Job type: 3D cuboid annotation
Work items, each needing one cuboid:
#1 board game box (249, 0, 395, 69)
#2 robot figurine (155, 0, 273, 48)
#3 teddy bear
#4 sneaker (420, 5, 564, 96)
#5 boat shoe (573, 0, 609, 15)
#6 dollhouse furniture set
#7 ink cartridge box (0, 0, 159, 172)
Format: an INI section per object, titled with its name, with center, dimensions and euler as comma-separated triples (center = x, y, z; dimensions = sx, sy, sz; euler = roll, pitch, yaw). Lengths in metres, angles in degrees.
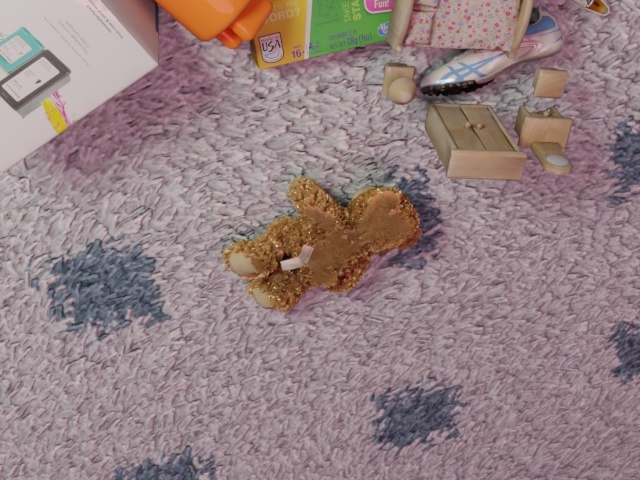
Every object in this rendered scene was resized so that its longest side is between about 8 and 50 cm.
[board game box]
center = -0.008, -0.426, 1.379
dimensions = 0.242, 0.064, 0.316
euler = -15, 123, -6
[robot figurine]
center = -0.169, -0.354, 1.285
dimensions = 0.128, 0.158, 0.219
euler = -44, 115, 12
[teddy bear]
center = 0.000, 0.000, 1.628
dimensions = 0.338, 0.113, 0.245
euler = -41, 115, 20
[sneaker]
center = 0.266, -0.296, 1.536
dimensions = 0.237, 0.085, 0.086
euler = -23, 85, 8
[boat shoe]
center = 0.423, -0.388, 1.540
dimensions = 0.100, 0.035, 0.035
euler = 26, 110, -28
[dollhouse furniture set]
center = 0.263, -0.280, 1.382
dimensions = 0.303, 0.174, 0.355
euler = 1, 123, -11
[ink cartridge box]
center = -0.378, -0.269, 1.269
dimensions = 0.270, 0.198, 0.197
euler = -31, 126, 14
